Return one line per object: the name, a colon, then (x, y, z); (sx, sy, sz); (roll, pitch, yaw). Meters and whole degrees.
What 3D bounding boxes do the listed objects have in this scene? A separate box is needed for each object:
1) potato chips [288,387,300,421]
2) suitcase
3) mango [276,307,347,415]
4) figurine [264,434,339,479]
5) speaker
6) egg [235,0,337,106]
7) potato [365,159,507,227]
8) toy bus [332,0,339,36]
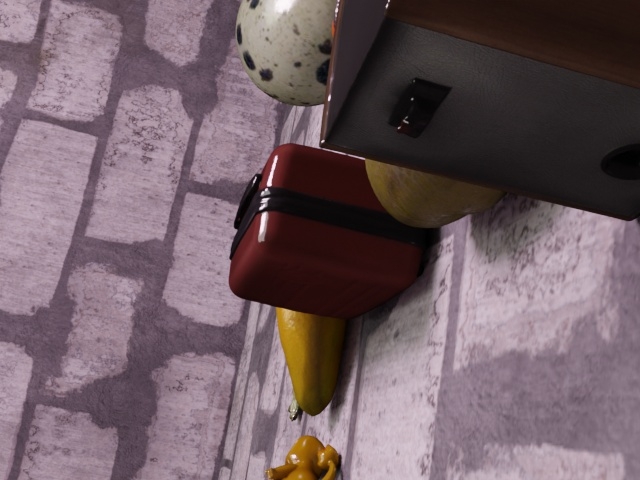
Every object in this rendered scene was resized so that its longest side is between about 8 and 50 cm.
potato chips: (-0.036, 0.255, 1.491); (0.092, 0.028, 0.207); (-161, 82, -78)
suitcase: (0.000, 0.000, 1.020); (0.297, 0.236, 0.161); (134, 147, -70)
mango: (-0.014, 0.131, 1.234); (0.176, 0.119, 0.316); (57, -148, -81)
figurine: (-0.017, 0.357, 1.152); (0.122, 0.121, 0.176); (-44, 11, 17)
speaker: (0.135, -0.133, 0.468); (0.153, 0.231, 0.192); (122, 157, -62)
egg: (-0.019, -0.415, 1.475); (0.379, 0.288, 0.287); (-175, 97, -71)
potato: (0.123, -0.108, 0.722); (0.251, 0.159, 0.174); (-27, 81, 67)
toy bus: (0.120, -0.346, 1.073); (0.329, 0.143, 0.153); (132, 139, -68)
